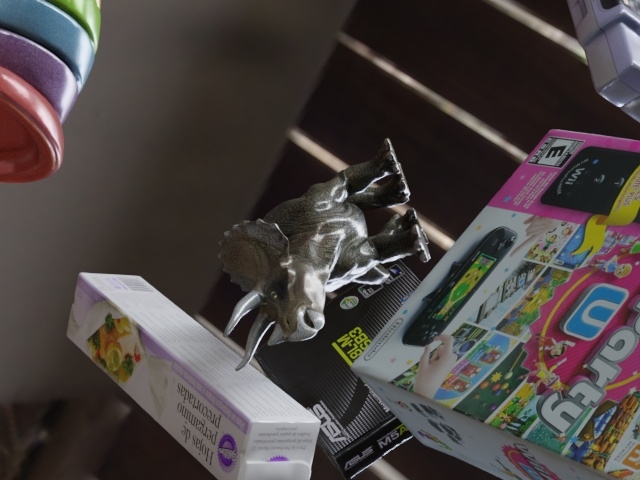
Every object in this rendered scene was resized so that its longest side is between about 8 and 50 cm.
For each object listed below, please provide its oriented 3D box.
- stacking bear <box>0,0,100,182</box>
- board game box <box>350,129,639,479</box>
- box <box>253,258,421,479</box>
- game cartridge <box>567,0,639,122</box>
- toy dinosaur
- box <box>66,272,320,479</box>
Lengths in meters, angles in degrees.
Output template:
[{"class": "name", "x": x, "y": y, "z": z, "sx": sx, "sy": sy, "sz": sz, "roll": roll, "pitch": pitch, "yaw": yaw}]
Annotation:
[{"class": "stacking bear", "x": -0.251, "y": -0.208, "z": 1.328, "sx": 0.164, "sy": 0.175, "sz": 0.289, "roll": 41, "pitch": 53, "yaw": -50}, {"class": "board game box", "x": 0.188, "y": 0.052, "z": 0.972, "sx": 0.224, "sy": 0.303, "sz": 0.097, "roll": -50, "pitch": 119, "yaw": -14}, {"class": "box", "x": 0.051, "y": 0.124, "z": 1.644, "sx": 0.184, "sy": 0.190, "sz": 0.045, "roll": -31, "pitch": 131, "yaw": -9}, {"class": "game cartridge", "x": 0.315, "y": -0.234, "z": 1.585, "sx": 0.068, "sy": 0.355, "sz": 0.230, "roll": -34, "pitch": 133, "yaw": 28}, {"class": "toy dinosaur", "x": 0.000, "y": 0.000, "z": 1.300, "sx": 0.160, "sy": 0.121, "sz": 0.313, "roll": -19, "pitch": -176, "yaw": 4}, {"class": "box", "x": -0.112, "y": 0.108, "z": 1.326, "sx": 0.067, "sy": 0.324, "sz": 0.063, "roll": 3, "pitch": 107, "yaw": -34}]
